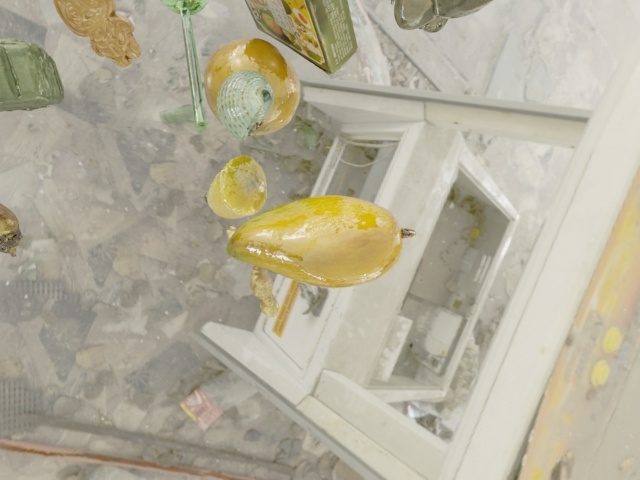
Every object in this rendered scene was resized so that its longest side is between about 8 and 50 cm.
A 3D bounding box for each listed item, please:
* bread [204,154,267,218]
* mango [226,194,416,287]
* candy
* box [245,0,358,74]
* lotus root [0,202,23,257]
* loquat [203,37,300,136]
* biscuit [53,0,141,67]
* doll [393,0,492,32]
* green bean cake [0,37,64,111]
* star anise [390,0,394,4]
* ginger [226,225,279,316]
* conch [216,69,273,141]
[{"bbox_3d":[-0.276,-0.171,1.534,0.197,0.170,0.197,15,68,-43],"label":"bread"},{"bbox_3d":[0.000,0.000,0.774,0.317,0.176,0.119,0,138,7],"label":"mango"},{"bbox_3d":[-0.254,-0.389,0.880,0.119,0.119,0.439,4,62,-32],"label":"candy"},{"bbox_3d":[-0.093,-0.734,1.337,0.138,0.373,0.420,-46,156,-6],"label":"box"},{"bbox_3d":[-1.126,-0.069,1.517,0.169,0.141,0.314,-44,117,9],"label":"lotus root"},{"bbox_3d":[-0.227,-0.488,1.532,0.328,0.328,0.359,25,50,-33],"label":"loquat"},{"bbox_3d":[-0.664,-0.652,1.368,0.288,0.202,0.044,56,34,-29],"label":"biscuit"},{"bbox_3d":[0.267,-0.485,0.740,0.379,0.382,0.252,3,141,4],"label":"doll"},{"bbox_3d":[-0.625,-0.301,0.878,0.223,0.227,0.124,-15,103,-17],"label":"green bean cake"},{"bbox_3d":[0.124,-0.543,0.950,0.042,0.141,0.141,-40,125,21],"label":"star anise"},{"bbox_3d":[-0.135,0.054,0.975,0.053,0.176,0.193,-25,104,6],"label":"ginger"},{"bbox_3d":[-0.193,-0.351,1.153,0.131,0.200,0.172,38,78,-6],"label":"conch"}]
